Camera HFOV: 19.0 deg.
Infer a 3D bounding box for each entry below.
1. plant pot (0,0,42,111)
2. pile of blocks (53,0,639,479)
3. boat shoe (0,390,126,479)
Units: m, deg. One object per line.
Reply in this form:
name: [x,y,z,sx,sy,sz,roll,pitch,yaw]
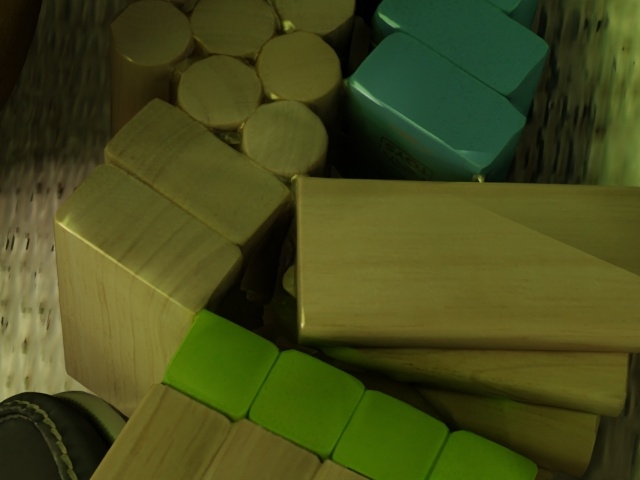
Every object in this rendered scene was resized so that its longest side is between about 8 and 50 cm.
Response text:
plant pot: [-0.175,-0.088,0.541,0.237,0.254,0.237,0,82,2]
pile of blocks: [0.000,0.000,0.497,0.112,0.149,0.362,100,174,-61]
boat shoe: [-0.077,0.145,0.522,0.084,0.079,0.233,-28,57,36]
